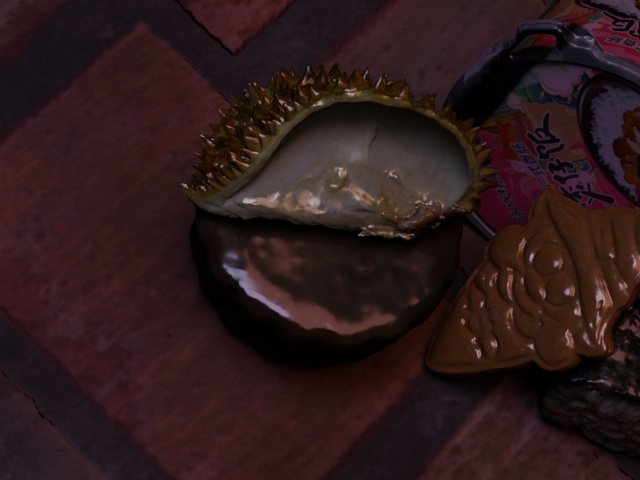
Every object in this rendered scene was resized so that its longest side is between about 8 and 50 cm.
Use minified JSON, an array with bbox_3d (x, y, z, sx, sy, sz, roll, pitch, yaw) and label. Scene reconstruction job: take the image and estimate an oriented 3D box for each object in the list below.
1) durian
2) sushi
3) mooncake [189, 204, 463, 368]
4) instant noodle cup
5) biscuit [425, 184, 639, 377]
[{"bbox_3d":[0.016,-0.076,1.427,0.252,0.144,0.139,8,101,-17],"label":"durian"},{"bbox_3d":[0.304,0.123,1.547,0.225,0.124,0.127,18,63,-5],"label":"sushi"},{"bbox_3d":[0.000,0.000,1.497,0.228,0.124,0.228,5,68,-12],"label":"mooncake"},{"bbox_3d":[0.252,-0.113,1.579,0.258,0.302,0.181,10,44,20],"label":"instant noodle cup"},{"bbox_3d":[0.190,0.043,1.501,0.035,0.250,0.162,30,30,-49],"label":"biscuit"}]
